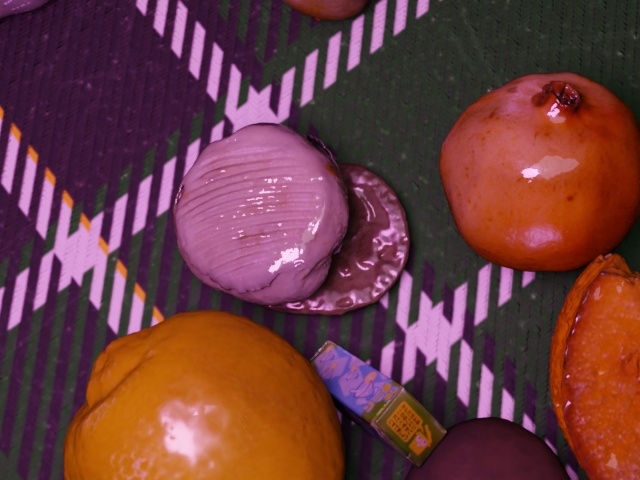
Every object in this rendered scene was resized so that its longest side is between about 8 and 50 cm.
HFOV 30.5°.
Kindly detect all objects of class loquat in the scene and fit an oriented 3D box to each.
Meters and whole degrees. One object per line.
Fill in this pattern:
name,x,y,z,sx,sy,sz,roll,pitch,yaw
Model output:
loquat,-0.004,-0.387,1.609,0.195,0.152,0.152,33,80,17

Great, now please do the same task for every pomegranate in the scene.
pomegranate,0.279,-0.090,1.472,0.264,0.264,0.264,0,77,2

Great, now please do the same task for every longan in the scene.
longan,0.206,0.333,1.401,0.248,0.248,0.248,0,77,2

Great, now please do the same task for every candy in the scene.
candy,0.061,0.196,1.434,0.062,0.194,0.097,-49,119,-9

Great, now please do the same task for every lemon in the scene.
lemon,-0.131,0.251,1.371,0.348,0.348,0.348,0,77,2

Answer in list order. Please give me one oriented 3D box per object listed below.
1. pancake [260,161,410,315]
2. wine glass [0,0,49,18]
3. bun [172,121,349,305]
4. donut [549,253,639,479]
pancake,0.000,0.000,1.567,0.236,0.042,0.222,-31,75,-3
wine glass,-0.438,-0.351,1.622,0.126,0.126,0.241,34,83,9
bun,-0.069,-0.033,1.494,0.239,0.141,0.239,-6,70,16
donut,0.466,0.197,1.410,0.435,0.163,0.377,8,92,-9
